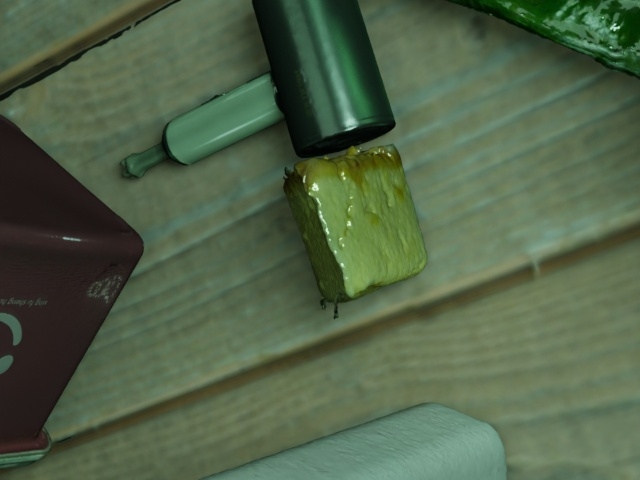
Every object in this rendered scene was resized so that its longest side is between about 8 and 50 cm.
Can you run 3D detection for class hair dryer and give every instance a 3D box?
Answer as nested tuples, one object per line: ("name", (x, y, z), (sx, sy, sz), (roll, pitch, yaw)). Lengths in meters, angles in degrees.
("hair dryer", (-0.050, -0.077, 0.920), (0.197, 0.057, 0.100), (-23, 80, 37))

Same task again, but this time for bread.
("bread", (0.000, 0.000, 0.860), (0.080, 0.109, 0.084), (-20, 88, 29))

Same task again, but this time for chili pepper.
("chili pepper", (0.124, -0.133, 0.798), (0.227, 0.059, 0.088), (29, 105, 25))

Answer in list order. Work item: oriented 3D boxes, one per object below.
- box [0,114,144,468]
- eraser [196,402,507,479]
("box", (-0.249, 0.015, 0.920), (0.193, 0.294, 0.167), (38, 102, 23))
("eraser", (-0.011, 0.184, 0.785), (0.094, 0.270, 0.174), (21, 105, 27))
